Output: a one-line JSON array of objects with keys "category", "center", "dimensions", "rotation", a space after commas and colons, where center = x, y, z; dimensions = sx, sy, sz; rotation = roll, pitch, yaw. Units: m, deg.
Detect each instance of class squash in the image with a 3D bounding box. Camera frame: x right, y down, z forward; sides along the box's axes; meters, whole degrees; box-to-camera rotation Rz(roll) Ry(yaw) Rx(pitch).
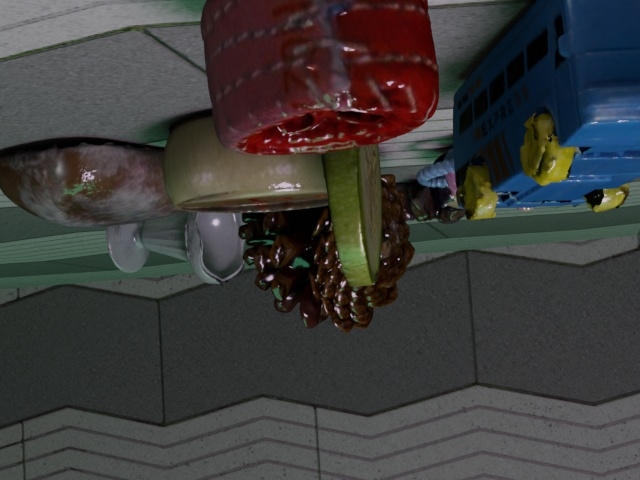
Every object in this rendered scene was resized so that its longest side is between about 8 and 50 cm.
[{"category": "squash", "center": [0.041, -0.061, 1.114], "dimensions": [0.041, 0.219, 0.219], "rotation": [-6, 174, 11]}]

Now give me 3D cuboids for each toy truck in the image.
[{"category": "toy truck", "center": [0.226, -0.115, 0.972], "dimensions": [0.161, 0.162, 0.385], "rotation": [-3, 173, -7]}]

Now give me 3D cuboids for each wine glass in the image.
[{"category": "wine glass", "center": [-0.237, -0.010, 1.751], "dimensions": [0.196, 0.165, 0.165], "rotation": [0, 176, 22]}]

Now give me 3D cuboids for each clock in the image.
[{"category": "clock", "center": [0.234, -0.095, 1.492], "dimensions": [0.195, 0.100, 0.194], "rotation": [-11, 167, 32]}]

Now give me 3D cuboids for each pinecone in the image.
[{"category": "pinecone", "center": [0.004, -0.009, 1.532], "dimensions": [0.264, 0.264, 0.264], "rotation": [-4, 174, 0]}]

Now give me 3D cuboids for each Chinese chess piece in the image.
[{"category": "Chinese chess piece", "center": [-0.067, -0.093, 1.301], "dimensions": [0.250, 0.103, 0.250], "rotation": [-4, 176, 0]}]

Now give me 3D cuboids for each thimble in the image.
[{"category": "thimble", "center": [-0.001, -0.138, 0.804], "dimensions": [0.163, 0.125, 0.189], "rotation": [-4, 174, -27]}]

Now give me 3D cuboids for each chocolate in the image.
[{"category": "chocolate", "center": [-0.278, -0.070, 1.446], "dimensions": [0.185, 0.100, 0.303], "rotation": [-11, 174, 32]}]

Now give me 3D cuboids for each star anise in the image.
[{"category": "star anise", "center": [0.200, -0.065, 1.846], "dimensions": [0.212, 0.073, 0.197], "rotation": [-2, 177, -34]}]
